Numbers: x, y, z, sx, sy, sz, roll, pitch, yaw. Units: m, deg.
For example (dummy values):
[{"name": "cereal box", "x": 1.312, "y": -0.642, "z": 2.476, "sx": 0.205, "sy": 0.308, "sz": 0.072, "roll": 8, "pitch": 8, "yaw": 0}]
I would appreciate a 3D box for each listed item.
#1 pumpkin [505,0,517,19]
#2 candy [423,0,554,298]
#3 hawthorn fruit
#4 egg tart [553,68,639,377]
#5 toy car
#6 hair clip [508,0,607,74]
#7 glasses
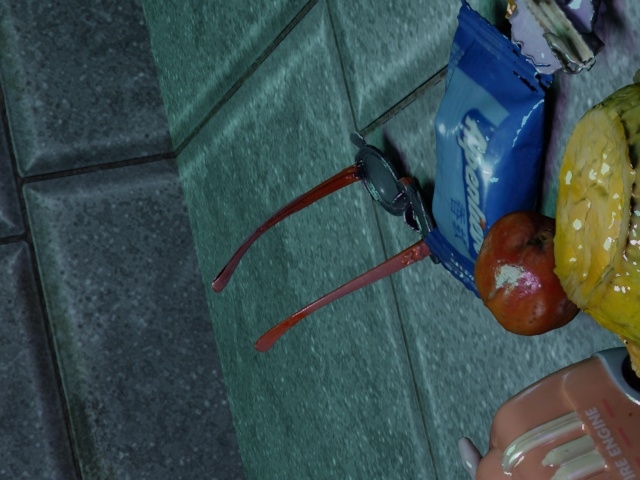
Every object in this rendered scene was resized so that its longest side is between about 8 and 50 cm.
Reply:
[{"name": "pumpkin", "x": 0.201, "y": -0.230, "z": 1.666, "sx": 0.101, "sy": 0.035, "sz": 0.073, "roll": -179, "pitch": 83, "yaw": -73}, {"name": "candy", "x": 0.170, "y": -0.078, "z": 1.794, "sx": 0.187, "sy": 0.077, "sz": 0.331, "roll": 50, "pitch": 149, "yaw": 45}, {"name": "hawthorn fruit", "x": 0.206, "y": 0.028, "z": 1.681, "sx": 0.128, "sy": 0.128, "sz": 0.128, "roll": 169, "pitch": 90, "yaw": -72}, {"name": "egg tart", "x": 0.265, "y": -0.027, "z": 1.362, "sx": 0.288, "sy": 0.118, "sz": 0.288, "roll": -175, "pitch": 90, "yaw": -79}, {"name": "toy car", "x": 0.247, "y": 0.230, "z": 1.464, "sx": 0.181, "sy": 0.212, "sz": 0.270, "roll": 85, "pitch": 163, "yaw": -49}, {"name": "hair clip", "x": 0.187, "y": -0.253, "z": 1.591, "sx": 0.106, "sy": 0.084, "sz": 0.292, "roll": -47, "pitch": 51, "yaw": 23}, {"name": "glasses", "x": 0.000, "y": 0.000, "z": 2.066, "sx": 0.234, "sy": 0.268, "sz": 0.118, "roll": 49, "pitch": 164, "yaw": 54}]
